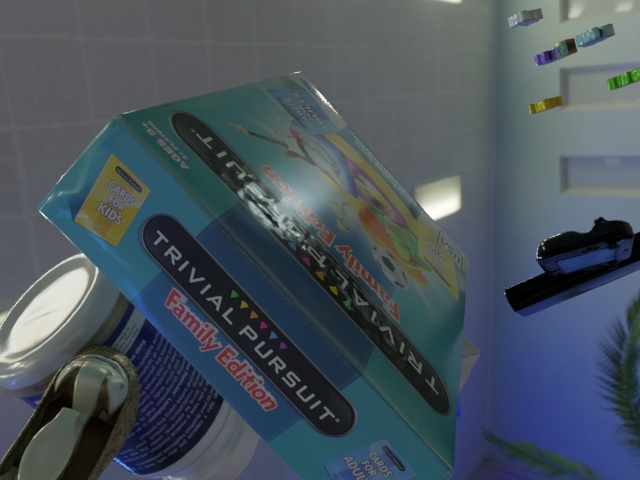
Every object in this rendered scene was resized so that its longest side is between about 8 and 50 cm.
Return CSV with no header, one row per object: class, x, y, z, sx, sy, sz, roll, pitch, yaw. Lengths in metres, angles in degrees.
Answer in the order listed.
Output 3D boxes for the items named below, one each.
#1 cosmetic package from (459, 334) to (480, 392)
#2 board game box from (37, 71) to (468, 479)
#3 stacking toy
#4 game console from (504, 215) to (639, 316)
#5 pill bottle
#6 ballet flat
cosmetic package,0.088,0.229,0.970,0.224,0.138,0.224,-5,-52,-32
board game box,0.000,0.000,0.482,0.254,0.079,0.336,47,-158,-4
stacking toy,0.397,-0.303,0.982,0.052,0.221,0.167,-17,-86,-26
game console,0.341,0.036,0.838,0.361,0.213,0.044,23,-137,-63
pill bottle,-0.184,0.146,0.647,0.265,0.153,0.153,52,-125,-33
ballet flat,-0.169,0.129,0.437,0.206,0.073,0.067,-89,20,-59
